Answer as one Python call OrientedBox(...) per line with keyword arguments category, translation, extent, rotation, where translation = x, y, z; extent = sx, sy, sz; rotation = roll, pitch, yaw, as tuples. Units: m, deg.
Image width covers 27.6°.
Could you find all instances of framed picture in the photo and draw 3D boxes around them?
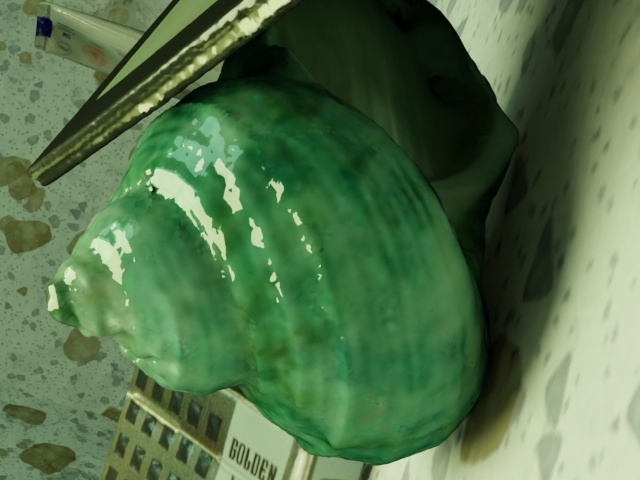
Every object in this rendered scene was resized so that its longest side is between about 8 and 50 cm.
OrientedBox(category="framed picture", translation=(0.032, -0.156, 0.464), extent=(0.347, 0.016, 0.265), rotation=(-24, 28, 55))

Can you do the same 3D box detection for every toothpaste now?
OrientedBox(category="toothpaste", translation=(-0.167, -0.194, 1.485), extent=(0.100, 0.323, 0.066), rotation=(123, 162, -63))

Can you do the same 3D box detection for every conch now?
OrientedBox(category="conch", translation=(-0.008, -0.006, 0.498), extent=(0.134, 0.196, 0.202), rotation=(-39, -15, 26))

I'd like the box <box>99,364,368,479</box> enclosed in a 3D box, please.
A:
OrientedBox(category="box", translation=(-0.086, 0.228, 0.692), extent=(0.180, 0.047, 0.324), rotation=(22, 94, 54))
